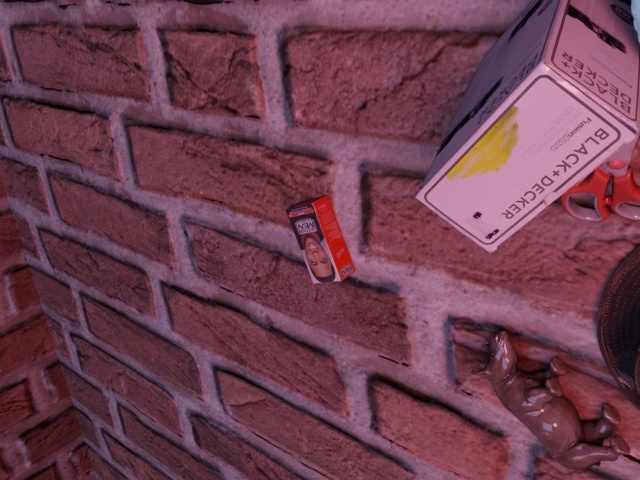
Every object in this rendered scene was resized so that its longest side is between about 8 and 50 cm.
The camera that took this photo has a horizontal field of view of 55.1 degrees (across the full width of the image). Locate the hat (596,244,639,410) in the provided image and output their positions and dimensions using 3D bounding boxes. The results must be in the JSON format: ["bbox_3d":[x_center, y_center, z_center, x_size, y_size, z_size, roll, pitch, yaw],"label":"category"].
[{"bbox_3d":[0.439,0.149,0.638,0.331,0.134,0.332,22,125,35],"label":"hat"}]

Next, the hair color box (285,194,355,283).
[{"bbox_3d":[0.000,0.000,1.049,0.072,0.043,0.141,-11,105,46],"label":"hair color box"}]

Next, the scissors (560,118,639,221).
[{"bbox_3d":[0.278,-0.071,0.604,0.108,0.297,0.021,8,77,32],"label":"scissors"}]

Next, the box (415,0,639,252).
[{"bbox_3d":[0.206,-0.143,0.576,0.087,0.290,0.169,35,138,-4],"label":"box"}]

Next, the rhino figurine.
[{"bbox_3d":[0.301,0.216,0.855,0.243,0.073,0.106,45,133,19],"label":"rhino figurine"}]

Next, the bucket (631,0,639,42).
[{"bbox_3d":[0.383,-0.211,0.451,0.281,0.183,0.281,22,126,34],"label":"bucket"}]
